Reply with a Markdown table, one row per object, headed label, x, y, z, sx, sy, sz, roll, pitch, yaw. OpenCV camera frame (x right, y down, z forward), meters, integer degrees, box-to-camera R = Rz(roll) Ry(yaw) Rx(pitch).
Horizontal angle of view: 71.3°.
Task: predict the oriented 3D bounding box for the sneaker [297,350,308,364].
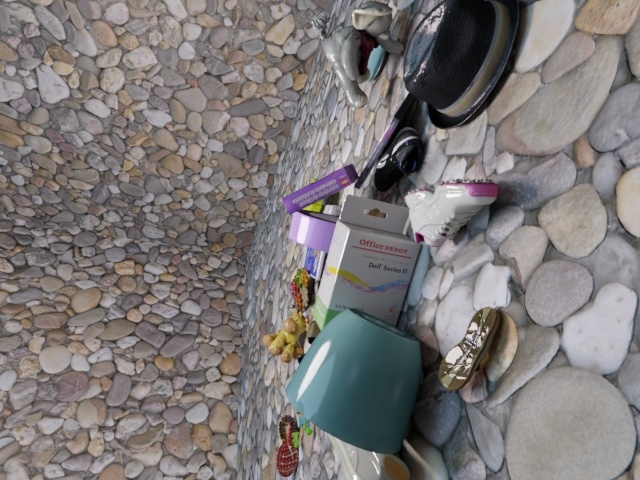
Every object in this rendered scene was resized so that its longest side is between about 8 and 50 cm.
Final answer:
| label | x | y | z | sx | sy | sz | roll | pitch | yaw |
| --- | --- | --- | --- | --- | --- | --- | --- | --- | --- |
| sneaker | -0.043 | 0.444 | 1.688 | 0.234 | 0.097 | 0.084 | 142 | 137 | -65 |

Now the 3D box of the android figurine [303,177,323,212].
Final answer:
| label | x | y | z | sx | sy | sz | roll | pitch | yaw |
| --- | --- | --- | --- | --- | --- | --- | --- | --- | --- |
| android figurine | -0.039 | -0.151 | 1.902 | 0.273 | 0.056 | 0.248 | 125 | 154 | -49 |

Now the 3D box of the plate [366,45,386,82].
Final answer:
| label | x | y | z | sx | sy | sz | roll | pitch | yaw |
| --- | --- | --- | --- | --- | --- | --- | --- | --- | --- |
| plate | 0.214 | -0.689 | 1.686 | 0.188 | 0.024 | 0.188 | -169 | 90 | -72 |

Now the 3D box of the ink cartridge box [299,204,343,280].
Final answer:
| label | x | y | z | sx | sy | sz | roll | pitch | yaw |
| --- | --- | --- | --- | --- | --- | --- | --- | --- | --- |
| ink cartridge box | 0.000 | 0.000 | 1.886 | 0.307 | 0.072 | 0.304 | -161 | 81 | -76 |

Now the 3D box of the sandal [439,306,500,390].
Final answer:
| label | x | y | z | sx | sy | sz | roll | pitch | yaw |
| --- | --- | --- | --- | --- | --- | --- | --- | --- | --- |
| sandal | 0.292 | 0.211 | 0.846 | 0.180 | 0.049 | 0.072 | -61 | 25 | 8 |

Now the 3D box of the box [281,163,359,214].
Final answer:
| label | x | y | z | sx | sy | sz | roll | pitch | yaw |
| --- | --- | --- | --- | --- | --- | --- | --- | --- | --- |
| box | 0.009 | -0.163 | 1.368 | 0.057 | 0.200 | 0.293 | 63 | -166 | -6 |

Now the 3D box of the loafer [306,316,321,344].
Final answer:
| label | x | y | z | sx | sy | sz | roll | pitch | yaw |
| --- | --- | --- | --- | --- | --- | --- | --- | --- | --- |
| loafer | -0.022 | 0.355 | 1.758 | 0.050 | 0.056 | 0.148 | -101 | 17 | -49 |

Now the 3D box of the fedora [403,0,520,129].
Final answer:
| label | x | y | z | sx | sy | sz | roll | pitch | yaw |
| --- | --- | --- | --- | --- | --- | --- | --- | --- | --- |
| fedora | 0.297 | -0.434 | 1.037 | 0.334 | 0.152 | 0.334 | -170 | 90 | -73 |

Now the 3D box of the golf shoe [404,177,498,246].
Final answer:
| label | x | y | z | sx | sy | sz | roll | pitch | yaw |
| --- | --- | --- | --- | --- | --- | --- | --- | --- | --- |
| golf shoe | 0.281 | -0.057 | 0.963 | 0.306 | 0.115 | 0.140 | 171 | 98 | -79 |

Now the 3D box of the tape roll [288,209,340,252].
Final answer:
| label | x | y | z | sx | sy | sz | roll | pitch | yaw |
| --- | --- | --- | --- | --- | --- | --- | --- | --- | --- |
| tape roll | 0.041 | -0.024 | 1.399 | 0.275 | 0.274 | 0.090 | -139 | 62 | -71 |

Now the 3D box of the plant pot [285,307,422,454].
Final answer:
| label | x | y | z | sx | sy | sz | roll | pitch | yaw |
| --- | --- | --- | --- | --- | --- | --- | --- | --- | --- |
| plant pot | 0.098 | 0.299 | 1.034 | 0.235 | 0.292 | 0.293 | -66 | 17 | -2 |

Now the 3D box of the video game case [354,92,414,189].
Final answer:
| label | x | y | z | sx | sy | sz | roll | pitch | yaw |
| --- | --- | --- | --- | --- | --- | --- | --- | --- | --- |
| video game case | 0.196 | -0.305 | 1.362 | 0.196 | 0.026 | 0.274 | -58 | -1 | -44 |

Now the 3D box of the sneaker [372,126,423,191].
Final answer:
| label | x | y | z | sx | sy | sz | roll | pitch | yaw |
| --- | --- | --- | --- | --- | --- | --- | --- | --- | --- |
| sneaker | 0.217 | -0.206 | 1.278 | 0.121 | 0.079 | 0.217 | -98 | 26 | -48 |

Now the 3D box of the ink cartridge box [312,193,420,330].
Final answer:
| label | x | y | z | sx | sy | sz | roll | pitch | yaw |
| --- | --- | --- | --- | --- | --- | --- | --- | --- | --- |
| ink cartridge box | 0.126 | 0.074 | 1.179 | 0.119 | 0.207 | 0.354 | -131 | 53 | -71 |

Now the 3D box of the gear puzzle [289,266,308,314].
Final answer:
| label | x | y | z | sx | sy | sz | roll | pitch | yaw |
| --- | --- | --- | --- | --- | --- | --- | --- | --- | --- |
| gear puzzle | -0.096 | 0.219 | 1.967 | 0.339 | 0.044 | 0.176 | 116 | 146 | -62 |

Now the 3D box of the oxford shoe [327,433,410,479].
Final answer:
| label | x | y | z | sx | sy | sz | roll | pitch | yaw |
| --- | --- | --- | --- | --- | --- | --- | --- | --- | --- |
| oxford shoe | 0.109 | 0.509 | 1.122 | 0.130 | 0.169 | 0.449 | -45 | 7 | -7 |

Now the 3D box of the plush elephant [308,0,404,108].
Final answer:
| label | x | y | z | sx | sy | sz | roll | pitch | yaw |
| --- | --- | --- | --- | --- | --- | --- | --- | --- | --- |
| plush elephant | 0.152 | -0.668 | 1.486 | 0.255 | 0.330 | 0.272 | -23 | 28 | 27 |

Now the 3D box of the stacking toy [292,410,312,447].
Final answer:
| label | x | y | z | sx | sy | sz | roll | pitch | yaw |
| --- | --- | --- | --- | --- | --- | --- | --- | --- | --- |
| stacking toy | -0.067 | 0.663 | 1.724 | 0.167 | 0.052 | 0.221 | 116 | 155 | -46 |

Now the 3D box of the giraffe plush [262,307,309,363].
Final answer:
| label | x | y | z | sx | sy | sz | roll | pitch | yaw |
| --- | --- | --- | --- | --- | --- | --- | --- | --- | --- |
| giraffe plush | -0.123 | 0.399 | 1.932 | 0.171 | 0.181 | 0.210 | -61 | -12 | 21 |

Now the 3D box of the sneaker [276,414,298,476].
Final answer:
| label | x | y | z | sx | sy | sz | roll | pitch | yaw |
| --- | --- | --- | --- | --- | --- | --- | --- | --- | --- |
| sneaker | -0.128 | 0.823 | 1.789 | 0.093 | 0.088 | 0.225 | 88 | -176 | -66 |
